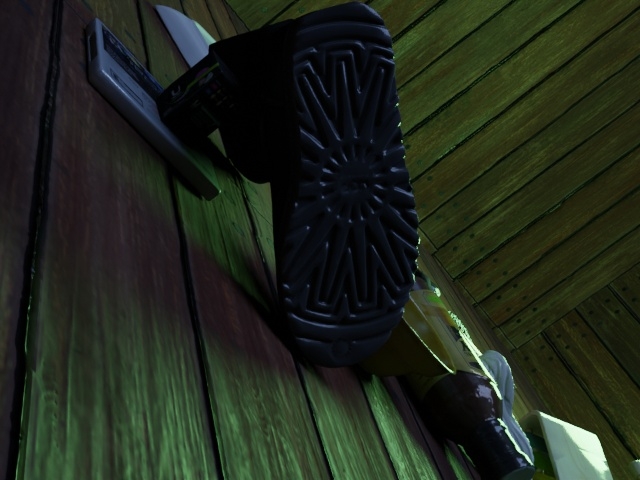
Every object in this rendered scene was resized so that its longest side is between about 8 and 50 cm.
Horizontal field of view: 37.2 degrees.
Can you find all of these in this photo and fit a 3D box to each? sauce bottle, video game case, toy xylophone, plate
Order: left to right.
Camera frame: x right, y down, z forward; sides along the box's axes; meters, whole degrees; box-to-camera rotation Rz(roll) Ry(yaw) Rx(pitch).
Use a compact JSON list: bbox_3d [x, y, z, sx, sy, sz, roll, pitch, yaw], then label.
[{"bbox_3d":[-0.188,-0.147,1.059,0.190,0.022,0.173,47,11,-32],"label":"video game case"},{"bbox_3d":[-0.158,-0.272,1.682,0.278,0.045,0.277,59,10,34],"label":"plate"},{"bbox_3d":[0.186,0.204,1.355,0.111,0.111,0.344,42,14,-52],"label":"sauce bottle"},{"bbox_3d":[0.419,0.400,1.502,0.236,0.081,0.323,27,27,-4],"label":"toy xylophone"}]

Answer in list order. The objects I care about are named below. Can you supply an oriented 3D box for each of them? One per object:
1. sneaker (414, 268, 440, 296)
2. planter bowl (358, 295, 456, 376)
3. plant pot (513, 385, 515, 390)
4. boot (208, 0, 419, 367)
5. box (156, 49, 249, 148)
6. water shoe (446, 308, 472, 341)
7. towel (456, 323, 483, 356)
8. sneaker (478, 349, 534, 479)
[{"bbox_3d":[0.195,0.112,1.870,0.130,0.087,0.227,42,7,-25],"label":"sneaker"},{"bbox_3d":[0.072,0.104,1.201,0.217,0.090,0.217,51,9,-11],"label":"planter bowl"},{"bbox_3d":[0.352,0.306,1.969,0.081,0.081,0.083,57,-1,29],"label":"plant pot"},{"bbox_3d":[-0.040,-0.080,1.128,0.445,0.146,0.367,-160,-109,-69],"label":"boot"},{"bbox_3d":[-0.129,-0.154,1.040,0.052,0.083,0.062,46,10,-35],"label":"box"},{"bbox_3d":[0.250,0.217,1.784,0.203,0.080,0.073,53,29,-19],"label":"water shoe"},{"bbox_3d":[0.271,0.272,1.622,0.199,0.031,0.275,48,22,-28],"label":"towel"},{"bbox_3d":[0.243,0.289,1.437,0.090,0.115,0.232,136,-58,-65],"label":"sneaker"}]
